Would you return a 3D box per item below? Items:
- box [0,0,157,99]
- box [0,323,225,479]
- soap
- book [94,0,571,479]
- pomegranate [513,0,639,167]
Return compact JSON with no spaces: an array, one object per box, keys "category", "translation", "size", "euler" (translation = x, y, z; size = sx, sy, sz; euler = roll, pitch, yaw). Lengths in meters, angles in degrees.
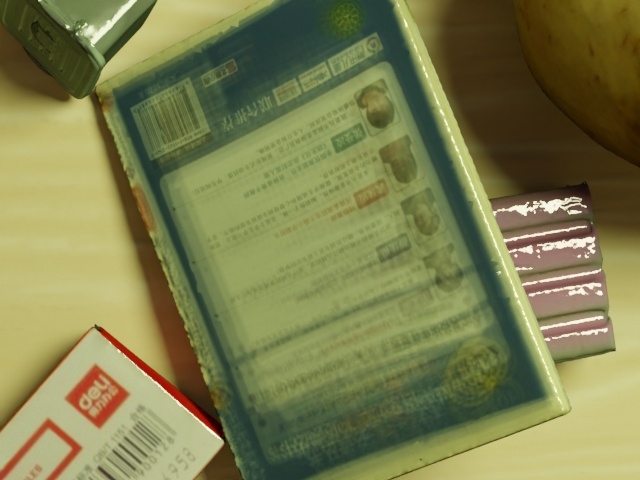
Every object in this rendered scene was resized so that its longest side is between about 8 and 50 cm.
[{"category":"box","translation":[-0.157,-0.151,1.049],"size":[0.084,0.122,0.069],"euler":[47,74,-5]},{"category":"box","translation":[-0.180,0.179,1.077],"size":[0.123,0.050,0.229],"euler":[41,86,-3]},{"category":"soap","translation":[0.091,0.036,1.096],"size":[0.203,0.065,0.122],"euler":[-9,89,-5]},{"category":"book","translation":[0.000,0.000,1.043],"size":[0.228,0.018,0.322],"euler":[-23,83,21]},{"category":"pomegranate","translation":[0.264,-0.156,1.008],"size":[0.307,0.307,0.307],"euler":[0,90,-6]}]
